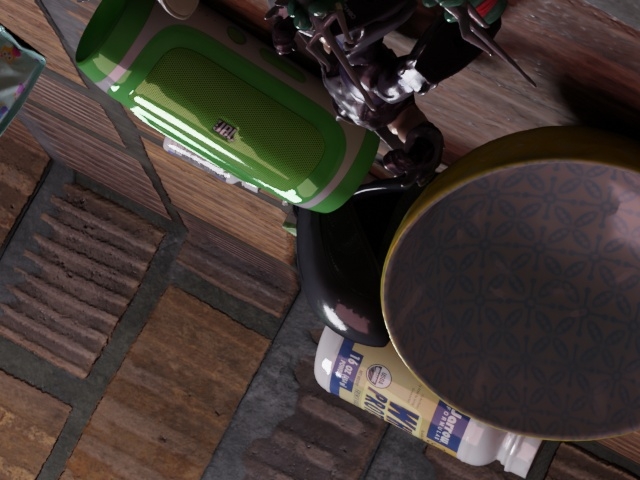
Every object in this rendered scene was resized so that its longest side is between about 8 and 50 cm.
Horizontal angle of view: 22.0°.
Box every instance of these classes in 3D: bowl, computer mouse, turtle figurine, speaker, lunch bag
[{"bbox_3d":[0.201,0.008,1.358,0.289,0.289,0.156,29,-144,-12],"label":"bowl"},{"bbox_3d":[0.000,0.000,1.786,0.188,0.072,0.272,103,148,-63],"label":"computer mouse"},{"bbox_3d":[0.034,-0.178,0.951,0.234,0.118,0.175,45,155,-11],"label":"turtle figurine"},{"bbox_3d":[-0.089,-0.143,1.628,0.296,0.131,0.131,31,173,-22],"label":"speaker"},{"bbox_3d":[-0.574,-0.212,2.442,0.223,0.262,0.160,24,172,35],"label":"lunch bag"}]

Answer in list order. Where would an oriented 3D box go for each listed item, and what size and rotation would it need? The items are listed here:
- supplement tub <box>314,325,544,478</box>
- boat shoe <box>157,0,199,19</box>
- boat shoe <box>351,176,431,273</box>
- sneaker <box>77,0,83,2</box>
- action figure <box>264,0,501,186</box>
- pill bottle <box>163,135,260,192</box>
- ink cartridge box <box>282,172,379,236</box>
[{"bbox_3d":[0.175,0.159,2.187,0.316,0.228,0.228,26,173,12],"label":"supplement tub"},{"bbox_3d":[-0.150,-0.242,1.471,0.038,0.046,0.125,23,169,33],"label":"boat shoe"},{"bbox_3d":[0.143,0.030,1.773,0.156,0.186,0.500,22,-179,-24],"label":"boat shoe"},{"bbox_3d":[-0.225,-0.272,1.539,0.082,0.069,0.209,65,172,-15],"label":"sneaker"},{"bbox_3d":[0.040,-0.134,1.276,0.185,0.099,0.285,40,167,0],"label":"action figure"},{"bbox_3d":[-0.128,-0.121,2.139,0.137,0.078,0.078,28,173,4],"label":"pill bottle"},{"bbox_3d":[0.064,-0.012,2.064,0.209,0.109,0.062,32,173,-32],"label":"ink cartridge box"}]
